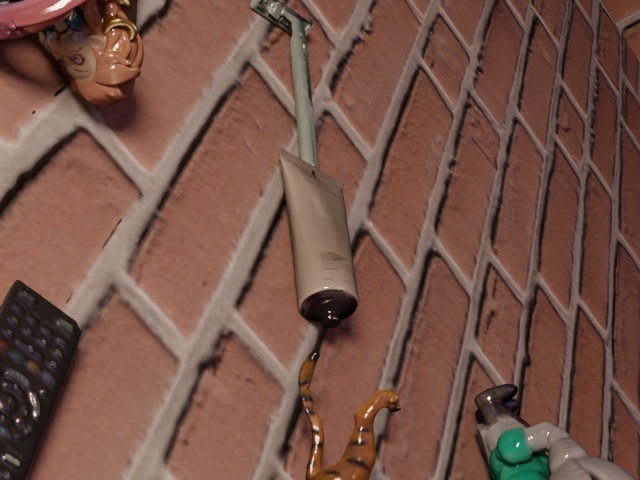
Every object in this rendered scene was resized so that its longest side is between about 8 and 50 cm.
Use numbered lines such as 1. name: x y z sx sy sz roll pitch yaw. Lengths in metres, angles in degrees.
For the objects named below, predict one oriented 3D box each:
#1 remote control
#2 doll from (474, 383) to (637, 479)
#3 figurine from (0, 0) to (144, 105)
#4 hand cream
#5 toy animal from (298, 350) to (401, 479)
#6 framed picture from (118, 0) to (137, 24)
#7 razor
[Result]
1. remote control: -0.201 0.122 0.728 0.063 0.025 0.245 46 33 -26
2. doll: 0.235 0.261 1.191 0.195 0.153 0.258 58 14 -82
3. figurine: -0.185 -0.175 0.912 0.157 0.126 0.114 30 73 -44
4. hand cream: 0.000 0.000 1.135 0.087 0.054 0.186 27 41 -37
5. toy animal: 0.025 0.215 0.972 0.116 0.114 0.255 -16 71 -18
6. framed picture: -0.218 -0.247 1.007 0.168 0.023 0.128 34 40 -42
7. razor: -0.021 -0.158 1.245 0.084 0.036 0.211 23 47 -47
